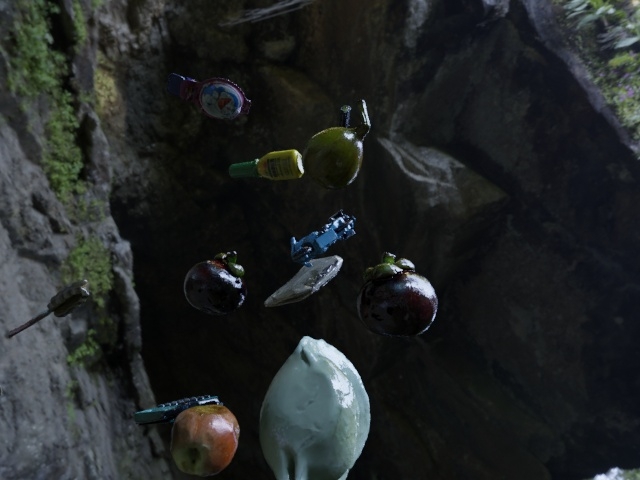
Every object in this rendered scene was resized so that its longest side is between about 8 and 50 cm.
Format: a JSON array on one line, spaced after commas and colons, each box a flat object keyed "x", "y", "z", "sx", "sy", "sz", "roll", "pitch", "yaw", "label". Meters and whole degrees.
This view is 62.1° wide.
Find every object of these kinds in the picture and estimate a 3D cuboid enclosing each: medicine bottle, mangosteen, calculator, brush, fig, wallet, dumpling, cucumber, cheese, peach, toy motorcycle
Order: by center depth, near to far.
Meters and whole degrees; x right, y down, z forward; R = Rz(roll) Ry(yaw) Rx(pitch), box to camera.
[{"x": 0.000, "y": 0.402, "z": 1.154, "sx": 0.270, "sy": 0.320, "sz": 0.212, "roll": 30, "pitch": -8, "yaw": -4, "label": "dumpling"}, {"x": 0.051, "y": -0.204, "z": 1.240, "sx": 0.186, "sy": 0.147, "sz": 0.142, "roll": -24, "pitch": -59, "yaw": 25, "label": "fig"}, {"x": -0.328, "y": -0.425, "z": 1.567, "sx": 0.155, "sy": 0.245, "sz": 0.062, "roll": 122, "pitch": -21, "yaw": -48, "label": "cheese"}, {"x": -0.355, "y": 0.604, "z": 1.649, "sx": 0.235, "sy": 0.214, "sz": 0.214, "roll": -65, "pitch": 130, "yaw": -79, "label": "peach"}, {"x": -0.863, "y": 0.227, "z": 1.691, "sx": 0.071, "sy": 0.301, "sz": 0.084, "roll": 56, "pitch": 2, "yaw": -28, "label": "brush"}, {"x": -0.357, "y": 0.147, "z": 1.812, "sx": 0.216, "sy": 0.216, "sz": 0.216, "roll": 41, "pitch": -33, "yaw": 34, "label": "mangosteen"}, {"x": 0.081, "y": -0.397, "z": 1.832, "sx": 0.163, "sy": 0.039, "sz": 0.043, "roll": 95, "pitch": -17, "yaw": -61, "label": "cucumber"}, {"x": 0.000, "y": 0.000, "z": 1.888, "sx": 0.123, "sy": 0.272, "sz": 0.182, "roll": 58, "pitch": -19, "yaw": -4, "label": "toy motorcycle"}, {"x": 0.282, "y": 0.212, "z": 1.938, "sx": 0.300, "sy": 0.300, "sz": 0.300, "roll": 41, "pitch": -33, "yaw": 34, "label": "mangosteen"}, {"x": -0.053, "y": 0.155, "z": 2.055, "sx": 0.275, "sy": 0.335, "sz": 0.068, "roll": -21, "pitch": -75, "yaw": 53, "label": "wallet"}, {"x": -0.550, "y": 0.653, "z": 2.059, "sx": 0.248, "sy": 0.274, "sz": 0.058, "roll": -20, "pitch": -102, "yaw": 41, "label": "calculator"}, {"x": -0.213, "y": -0.283, "z": 2.062, "sx": 0.309, "sy": 0.076, "sz": 0.111, "roll": -3, "pitch": -74, "yaw": 24, "label": "medicine bottle"}]

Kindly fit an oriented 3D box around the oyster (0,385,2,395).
[{"x": -0.914, "y": 0.369, "z": 1.363, "sx": 0.110, "sy": 0.167, "sz": 0.341, "roll": 21, "pitch": -62, "yaw": 63, "label": "oyster"}]
